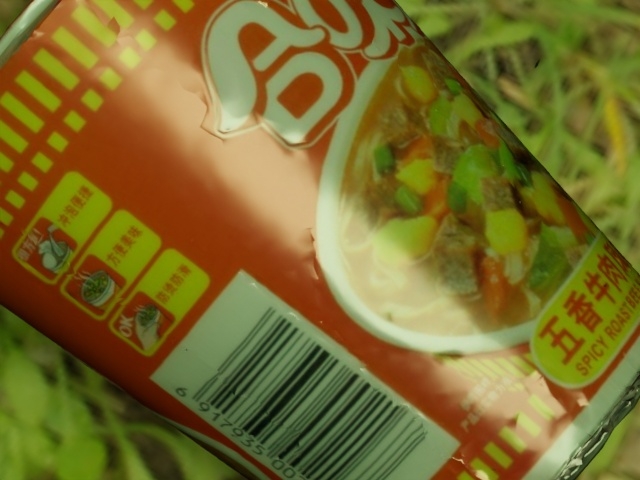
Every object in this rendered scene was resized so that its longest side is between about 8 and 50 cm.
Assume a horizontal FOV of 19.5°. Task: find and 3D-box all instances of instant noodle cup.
[{"bbox_3d":[0.000,0.000,0.616,0.212,0.193,0.193,42,85,2],"label":"instant noodle cup"}]
